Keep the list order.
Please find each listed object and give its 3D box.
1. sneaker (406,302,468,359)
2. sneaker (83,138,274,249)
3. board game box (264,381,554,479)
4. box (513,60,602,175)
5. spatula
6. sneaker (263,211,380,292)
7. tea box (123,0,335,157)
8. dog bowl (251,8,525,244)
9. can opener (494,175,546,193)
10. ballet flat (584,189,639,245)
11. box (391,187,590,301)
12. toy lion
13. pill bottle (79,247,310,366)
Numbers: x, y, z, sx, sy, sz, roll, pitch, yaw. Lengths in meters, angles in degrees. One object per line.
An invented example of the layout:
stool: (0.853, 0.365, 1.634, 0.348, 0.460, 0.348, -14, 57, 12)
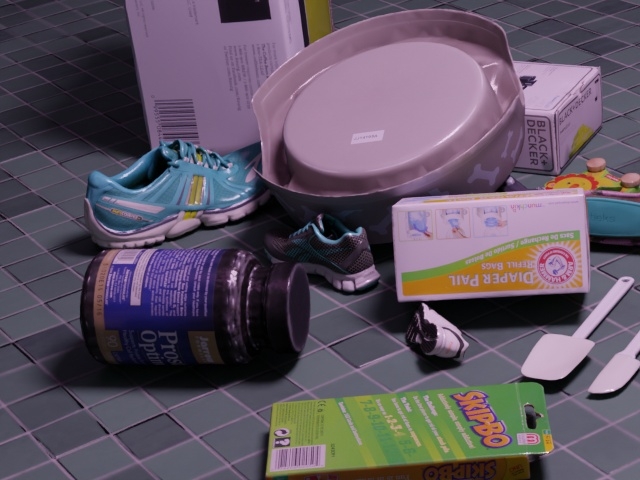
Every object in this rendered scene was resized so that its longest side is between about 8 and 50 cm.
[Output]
sneaker: (0.119, 0.097, 1.742, 0.043, 0.040, 0.109, 19, 14, -17)
sneaker: (-0.160, -0.073, 2.071, 0.275, 0.110, 0.107, -21, 29, -27)
board game box: (0.082, 0.183, 1.567, 0.259, 0.039, 0.124, -8, 26, 5)
box: (0.202, -0.168, 2.197, 0.290, 0.087, 0.169, 7, 29, 27)
spatula: (0.321, 0.094, 1.706, 0.168, 0.019, 0.242, 8, 30, 30)
sneaker: (0.000, 0.000, 1.917, 0.166, 0.076, 0.065, 16, 33, 40)
tea box: (-0.117, -0.322, 2.322, 0.220, 0.329, 0.323, -1, 25, 13)
dog bowl: (0.083, -0.132, 2.016, 0.348, 0.102, 0.349, -14, 39, 12)
can opener: (0.214, -0.056, 1.996, 0.073, 0.059, 0.186, -13, 27, -11)
ballet flat: (0.384, -0.021, 1.879, 0.221, 0.077, 0.079, 8, 10, 29)
box: (0.183, 0.003, 1.797, 0.203, 0.103, 0.114, -3, 5, 8)
toy lion: (0.317, -0.058, 2.011, 0.096, 0.034, 0.100, -28, 32, -23)
pill bottle: (-0.127, 0.069, 1.755, 0.219, 0.123, 0.123, 0, 27, 15)
